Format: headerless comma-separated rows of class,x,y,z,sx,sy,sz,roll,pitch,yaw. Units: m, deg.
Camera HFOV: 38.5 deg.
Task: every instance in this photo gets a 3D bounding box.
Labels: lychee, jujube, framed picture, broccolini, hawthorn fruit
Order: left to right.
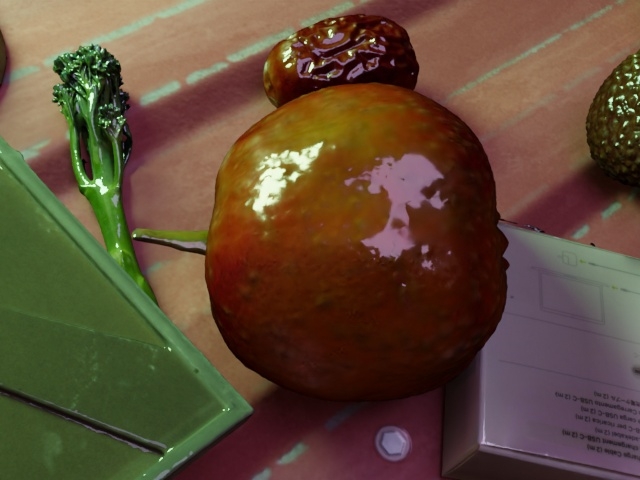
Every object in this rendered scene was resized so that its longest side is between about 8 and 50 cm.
framed picture,-0.317,0.074,0.733,0.326,0.028,0.446,-33,68,-32
broccolini,-0.183,-0.031,0.882,0.079,0.074,0.392,-16,65,-17
hawthorn fruit,0.000,0.000,0.817,0.331,0.287,0.287,0,60,-8
jujube,0.023,-0.192,1.025,0.176,0.109,0.112,-13,31,-21
lychee,0.407,-0.144,1.078,0.195,0.194,0.194,8,59,-13

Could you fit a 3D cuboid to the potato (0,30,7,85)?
potato,-0.448,-0.243,0.909,0.299,0.116,0.239,45,53,9

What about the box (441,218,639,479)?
box,0.235,0.121,0.908,0.203,0.106,0.251,14,57,-11
